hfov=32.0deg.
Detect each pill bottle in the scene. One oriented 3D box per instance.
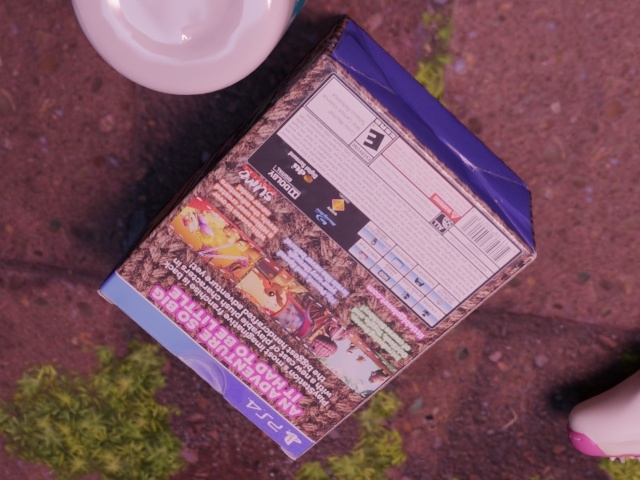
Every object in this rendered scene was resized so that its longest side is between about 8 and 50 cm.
[{"bbox_3d":[-0.075,-0.208,0.812,0.146,0.264,0.146,3,114,7],"label":"pill bottle"}]

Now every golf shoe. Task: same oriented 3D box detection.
[{"bbox_3d":[0.352,0.094,0.977,0.306,0.115,0.140,-22,98,11],"label":"golf shoe"}]

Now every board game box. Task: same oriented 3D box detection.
[{"bbox_3d":[0.000,0.000,0.960,0.232,0.141,0.291,43,113,-11],"label":"board game box"}]
